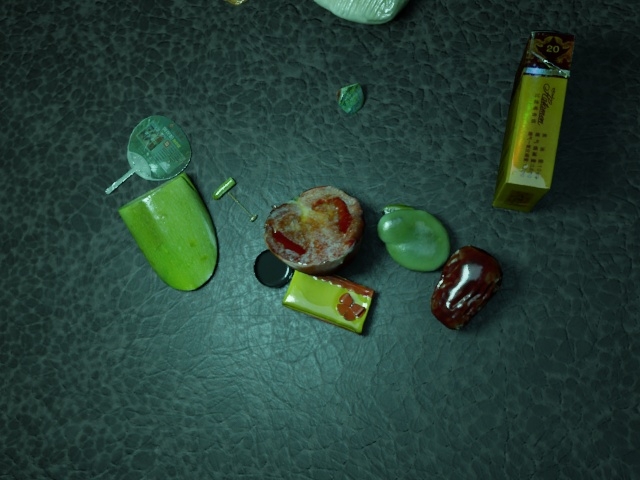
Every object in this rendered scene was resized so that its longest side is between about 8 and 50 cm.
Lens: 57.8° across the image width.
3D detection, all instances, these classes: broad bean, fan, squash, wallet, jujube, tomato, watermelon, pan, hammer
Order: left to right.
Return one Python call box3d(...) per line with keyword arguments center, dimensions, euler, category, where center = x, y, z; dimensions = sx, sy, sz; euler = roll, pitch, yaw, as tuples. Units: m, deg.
box3d(center=(-0.555, -0.284, 1.839), dimensions=(0.294, 0.012, 0.223), euler=(-13, 78, 5), category="fan")
box3d(center=(-0.430, -0.013, 1.747), dimensions=(0.233, 0.210, 0.309), euler=(-29, 105, 1), category="squash")
box3d(center=(-0.297, -0.157, 1.769), dimensions=(0.083, 0.027, 0.027), euler=(-41, 77, 0), category="squash")
box3d(center=(-0.239, -0.104, 1.758), dimensions=(0.029, 0.014, 0.123), euler=(-43, 75, -10), category="hammer")
box3d(center=(-0.093, 0.100, 1.686), dimensions=(0.212, 0.040, 0.115), euler=(25, 85, -3), category="pan")
box3d(center=(-0.002, 0.002, 1.604), dimensions=(0.308, 0.170, 0.309), euler=(-5, 48, 5), category="tomato")
box3d(center=(0.026, 0.160, 1.628), dimensions=(0.241, 0.067, 0.141), euler=(20, 79, 4), category="wallet")
box3d(center=(0.091, -0.427, 1.752), dimensions=(0.084, 0.072, 0.092), euler=(-9, 117, -4), category="watermelon")
box3d(center=(0.260, -0.012, 1.629), dimensions=(0.169, 0.100, 0.228), euler=(-40, 89, 8), category="broad bean")
box3d(center=(0.386, 0.126, 1.552), dimensions=(0.155, 0.155, 0.230), euler=(36, 92, 13), category="jujube")

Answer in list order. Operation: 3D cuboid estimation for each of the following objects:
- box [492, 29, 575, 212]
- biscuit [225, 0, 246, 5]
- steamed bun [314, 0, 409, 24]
box3d(center=(0.562, -0.308, 1.546), dimensions=(0.115, 0.264, 0.416), euler=(11, 81, 12), category="box")
box3d(center=(-0.261, -0.819, 1.889), dimensions=(0.130, 0.019, 0.102), euler=(-21, 76, 5), category="biscuit")
box3d(center=(0.131, -0.814, 1.723), dimensions=(0.324, 0.219, 0.310), euler=(10, 119, 15), category="steamed bun")
